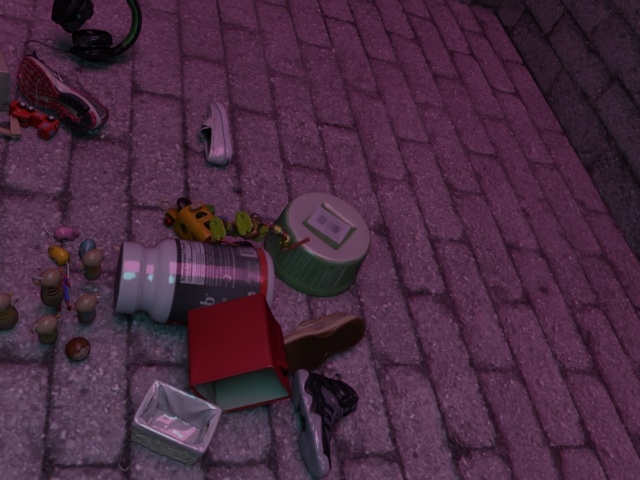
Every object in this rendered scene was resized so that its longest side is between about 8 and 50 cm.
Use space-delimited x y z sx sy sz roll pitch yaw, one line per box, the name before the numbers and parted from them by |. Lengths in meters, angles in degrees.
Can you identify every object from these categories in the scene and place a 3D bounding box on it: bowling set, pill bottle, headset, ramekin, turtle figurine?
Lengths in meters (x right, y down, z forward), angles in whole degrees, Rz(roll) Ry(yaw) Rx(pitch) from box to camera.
bowling set | -0.563 0.156 1.406 0.287 0.154 0.200 -36 81 -30
pill bottle | -0.312 0.106 1.561 0.362 0.210 0.210 7 50 -22
headset | -0.745 -0.662 1.991 0.394 0.243 0.185 -35 42 -13
ramekin | 0.000 0.000 1.856 0.303 0.148 0.303 14 47 -16
turtle figurine | -0.175 -0.029 1.609 0.269 0.217 0.087 3 84 15

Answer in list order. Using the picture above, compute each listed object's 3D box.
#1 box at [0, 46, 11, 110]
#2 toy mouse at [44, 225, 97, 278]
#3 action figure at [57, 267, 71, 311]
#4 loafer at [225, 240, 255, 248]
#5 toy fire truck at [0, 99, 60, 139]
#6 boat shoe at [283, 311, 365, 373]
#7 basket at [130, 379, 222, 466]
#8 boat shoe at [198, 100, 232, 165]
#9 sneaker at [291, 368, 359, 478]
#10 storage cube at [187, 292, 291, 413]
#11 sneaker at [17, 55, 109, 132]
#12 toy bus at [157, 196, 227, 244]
box | -0.986 -0.525 1.803 0.121 0.148 0.311 -12 57 -34
toy mouse | -0.626 0.003 1.611 0.161 0.031 0.143 45 46 14
action figure | -0.621 0.115 1.522 0.038 0.030 0.115 -6 53 -25
loafer | -0.268 0.053 1.722 0.223 0.076 0.078 -10 48 -38
toy fire truck | -0.850 -0.327 1.770 0.192 0.047 0.135 26 45 -7
boat shoe | -0.024 0.261 1.665 0.302 0.109 0.098 -19 26 -32
basket | -0.318 0.401 1.377 0.167 0.103 0.113 26 45 -6
boat shoe | -0.346 -0.353 2.021 0.084 0.095 0.258 4 49 -30
sneaker | 0.025 0.432 1.526 0.153 0.101 0.269 3 48 -22
storage cube | -0.185 0.263 1.463 0.214 0.184 0.193 -15 53 4
sneaker | -0.766 -0.428 1.866 0.299 0.121 0.112 40 27 1
toy bus | -0.353 -0.059 1.756 0.202 0.104 0.191 13 47 -17
